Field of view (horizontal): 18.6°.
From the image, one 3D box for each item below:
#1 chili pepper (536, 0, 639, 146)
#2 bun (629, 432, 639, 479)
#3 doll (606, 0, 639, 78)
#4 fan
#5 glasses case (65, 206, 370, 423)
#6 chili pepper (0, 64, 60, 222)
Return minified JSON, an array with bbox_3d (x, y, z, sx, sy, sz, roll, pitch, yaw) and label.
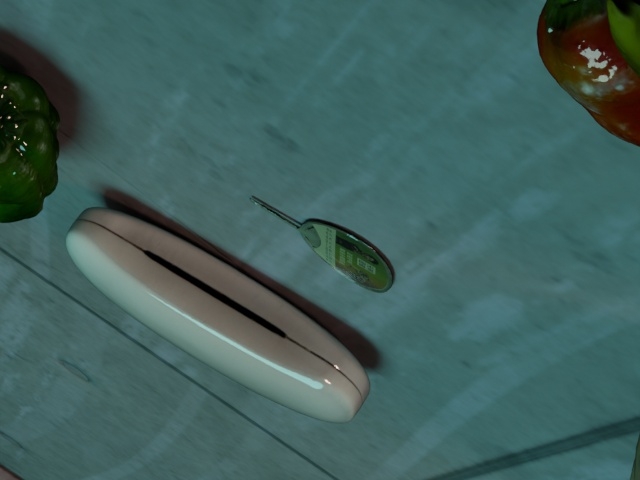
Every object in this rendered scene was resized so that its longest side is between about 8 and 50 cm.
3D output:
[{"bbox_3d":[0.112,-0.046,0.575,0.191,0.050,0.059,31,164,-37],"label":"chili pepper"},{"bbox_3d":[0.221,0.106,0.313,0.361,0.213,0.361,18,176,1],"label":"bun"},{"bbox_3d":[0.091,-0.076,0.426,0.248,0.088,0.127,30,-164,-50],"label":"doll"},{"bbox_3d":[0.006,0.001,0.956,0.080,0.003,0.060,38,161,-16],"label":"fan"},{"bbox_3d":[-0.059,0.042,1.099,0.193,0.049,0.074,29,162,10],"label":"glasses case"},{"bbox_3d":[-0.188,-0.049,1.045,0.100,0.074,0.257,37,163,-12],"label":"chili pepper"}]
